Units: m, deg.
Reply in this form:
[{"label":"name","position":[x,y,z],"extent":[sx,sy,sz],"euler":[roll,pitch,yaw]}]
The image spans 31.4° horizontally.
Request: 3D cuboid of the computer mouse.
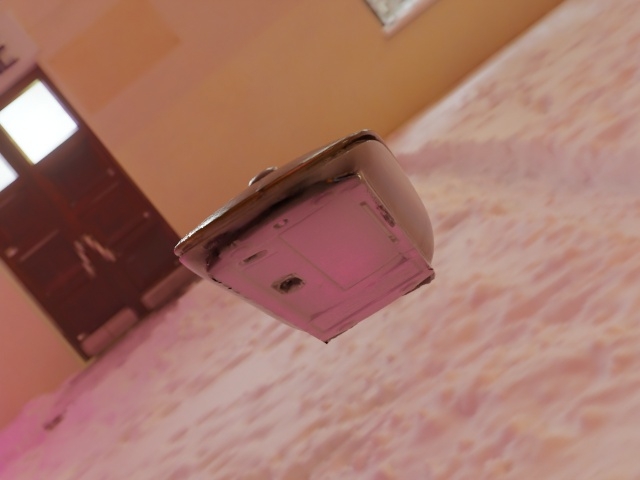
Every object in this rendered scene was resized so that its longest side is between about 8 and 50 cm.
[{"label":"computer mouse","position":[0.000,0.000,0.838],"extent":[0.158,0.072,0.310],"euler":[-32,-20,7]}]
